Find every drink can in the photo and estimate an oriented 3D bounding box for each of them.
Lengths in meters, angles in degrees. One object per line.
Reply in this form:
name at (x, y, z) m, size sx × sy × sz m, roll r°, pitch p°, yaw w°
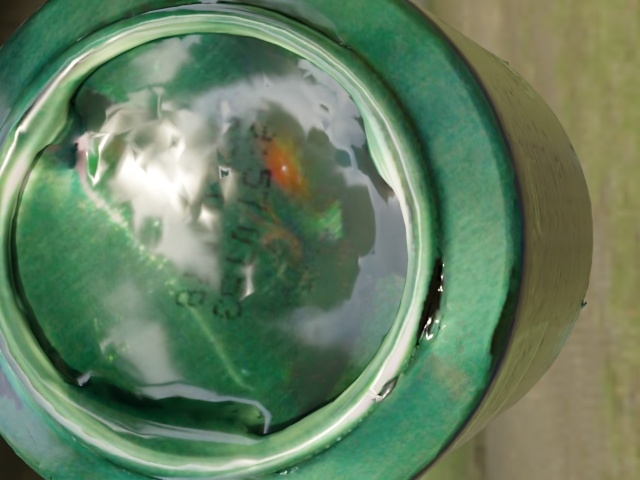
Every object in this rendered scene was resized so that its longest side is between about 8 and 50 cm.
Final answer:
drink can at (0.000, 0.000, 0.440) m, size 0.205 × 0.118 × 0.118 m, roll 2°, pitch -92°, yaw -78°
